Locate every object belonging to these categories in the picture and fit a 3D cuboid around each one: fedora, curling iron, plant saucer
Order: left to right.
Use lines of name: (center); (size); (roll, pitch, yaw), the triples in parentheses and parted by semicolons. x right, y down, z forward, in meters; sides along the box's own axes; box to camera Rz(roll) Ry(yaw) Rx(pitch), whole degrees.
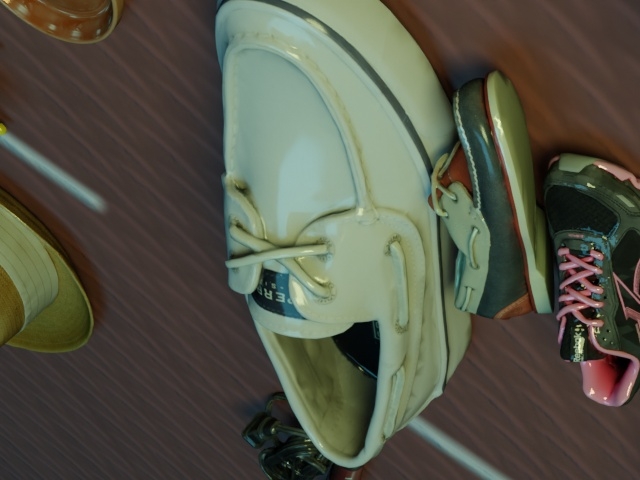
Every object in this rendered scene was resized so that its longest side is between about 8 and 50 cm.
fedora: (-0.223, 0.026, 0.992); (0.194, 0.079, 0.194); (25, 149, 16)
plant saucer: (-0.119, -0.120, 0.736); (0.083, 0.013, 0.083); (25, 149, 16)
curling iron: (-0.009, 0.171, 1.034); (0.068, 0.035, 0.274); (29, 150, 18)

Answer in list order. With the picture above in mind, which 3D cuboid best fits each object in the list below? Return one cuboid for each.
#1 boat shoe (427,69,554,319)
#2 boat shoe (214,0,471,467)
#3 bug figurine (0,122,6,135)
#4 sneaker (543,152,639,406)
boat shoe: (0.063, -0.013, 0.664); (0.043, 0.049, 0.137); (-2, 145, 14)
boat shoe: (0.000, 0.000, 0.714); (0.096, 0.088, 0.267); (21, 149, 23)
bug figurine: (-0.257, -0.127, 0.806); (0.216, 0.072, 0.279); (26, 150, 15)
sneaker: (0.109, 0.019, 0.665); (0.047, 0.057, 0.119); (12, 143, 38)
